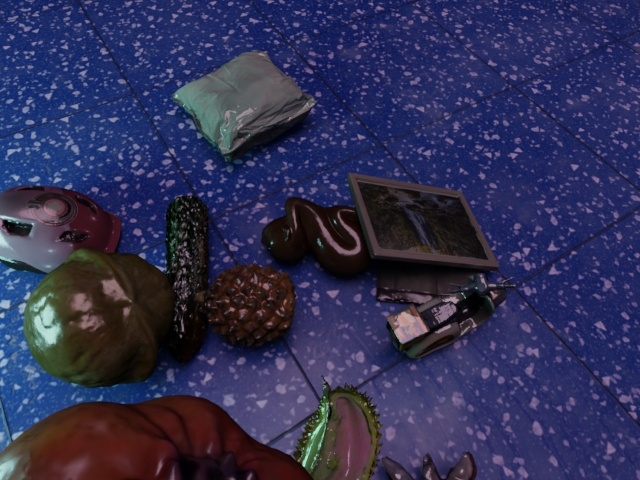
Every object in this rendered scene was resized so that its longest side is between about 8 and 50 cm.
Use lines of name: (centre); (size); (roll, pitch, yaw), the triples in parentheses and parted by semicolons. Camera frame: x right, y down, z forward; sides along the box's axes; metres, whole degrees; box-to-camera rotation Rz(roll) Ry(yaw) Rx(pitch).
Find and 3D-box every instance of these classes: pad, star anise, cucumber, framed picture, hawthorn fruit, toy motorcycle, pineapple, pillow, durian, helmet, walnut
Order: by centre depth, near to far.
hawthorn fruit: (-0.221, 0.423, 0.547); (0.471, 0.472, 0.472); (2, 57, -3)
star anise: (0.177, 0.446, 0.759); (0.236, 0.093, 0.229); (-41, 65, -15)
durian: (0.025, 0.346, 0.804); (0.137, 0.095, 0.221); (17, 88, -16)
walnut: (-0.385, 0.141, 0.829); (0.283, 0.283, 0.227); (39, 38, 20)
pineapple: (-0.146, 0.122, 0.909); (0.193, 0.166, 0.166); (9, 56, -11)
toy motorcycle: (0.255, 0.140, 0.919); (0.263, 0.157, 0.091); (-25, 62, -8)
cucumber: (-0.277, 0.073, 0.973); (0.096, 0.096, 0.360); (-4, 57, -7)
helmet: (-0.574, -0.037, 0.994); (0.253, 0.154, 0.198); (-3, 56, 0)
framed picture: (0.225, -0.043, 1.051); (0.324, 0.020, 0.241); (7, 48, -23)
pad: (0.242, 0.068, 1.054); (0.233, 0.022, 0.174); (7, 57, 1)
pillow: (-0.198, -0.369, 1.238); (0.310, 0.138, 0.283); (-36, 65, -20)

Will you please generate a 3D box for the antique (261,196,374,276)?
antique: (0.000, 0.000, 1.029); (0.256, 0.121, 0.143); (11, 66, -5)
